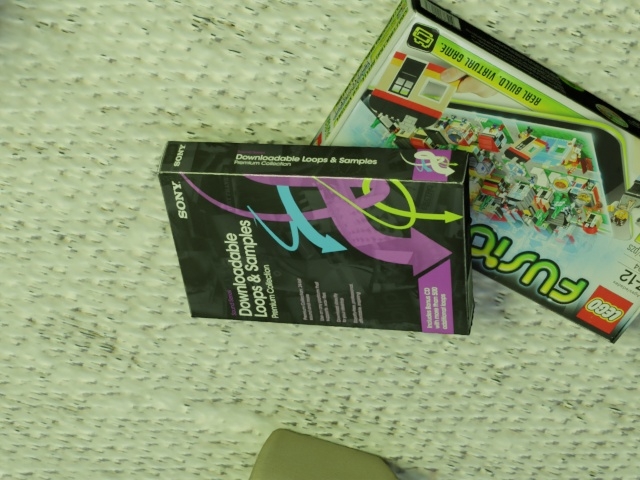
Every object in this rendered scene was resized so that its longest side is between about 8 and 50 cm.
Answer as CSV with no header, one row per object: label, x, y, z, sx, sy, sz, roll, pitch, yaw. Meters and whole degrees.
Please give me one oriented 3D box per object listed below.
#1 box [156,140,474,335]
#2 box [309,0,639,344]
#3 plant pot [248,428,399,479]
box,0.000,0.000,0.786,0.162,0.029,0.116,3,135,12
box,0.107,-0.036,0.796,0.207,0.036,0.114,27,114,-13
plant pot,-0.006,0.176,0.871,0.109,0.096,0.109,17,116,-10
